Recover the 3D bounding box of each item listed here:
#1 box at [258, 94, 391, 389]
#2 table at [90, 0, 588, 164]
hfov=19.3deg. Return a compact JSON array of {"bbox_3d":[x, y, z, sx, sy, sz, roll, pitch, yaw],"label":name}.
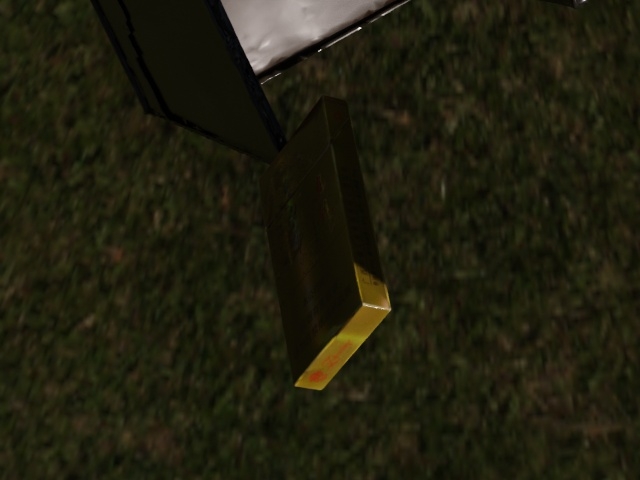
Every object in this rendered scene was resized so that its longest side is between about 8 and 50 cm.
[{"bbox_3d":[0.000,0.000,1.101,0.022,0.156,0.089,12,140,-29],"label":"box"},{"bbox_3d":[-0.014,-0.206,1.289,0.250,0.282,0.196,-29,112,-15],"label":"table"}]
